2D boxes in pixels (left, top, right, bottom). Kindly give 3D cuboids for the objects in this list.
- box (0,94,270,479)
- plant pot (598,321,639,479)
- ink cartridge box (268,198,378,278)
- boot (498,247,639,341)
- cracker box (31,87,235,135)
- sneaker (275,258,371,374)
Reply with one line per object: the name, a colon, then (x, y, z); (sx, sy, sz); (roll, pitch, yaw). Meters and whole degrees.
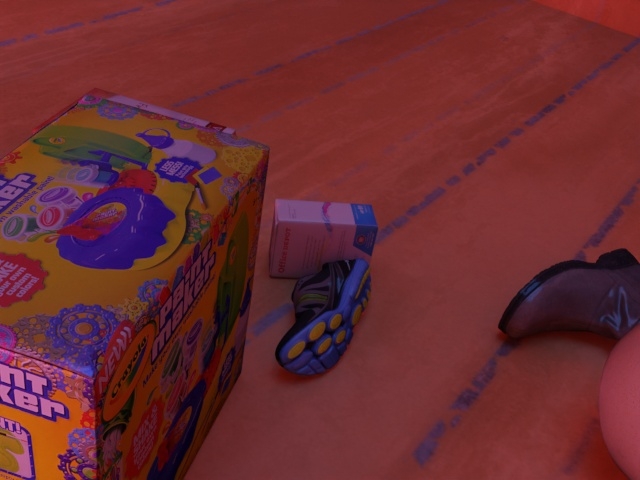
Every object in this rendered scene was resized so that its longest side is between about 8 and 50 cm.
box: (-0.183, 0.082, 0.600); (0.177, 0.279, 0.290); (16, 37, 8)
plant pot: (0.374, 0.157, 0.688); (0.191, 0.284, 0.284); (-5, 18, 46)
ink cartridge box: (0.000, 0.000, 0.918); (0.123, 0.088, 0.052); (3, 37, -11)
boot: (0.346, 0.098, 0.888); (0.247, 0.083, 0.161); (-15, 49, -29)
cracker box: (-0.255, -0.128, 1.048); (0.232, 0.067, 0.155); (18, 37, 9)
sneaker: (-0.003, 0.083, 0.840); (0.078, 0.067, 0.188); (2, 32, 26)
